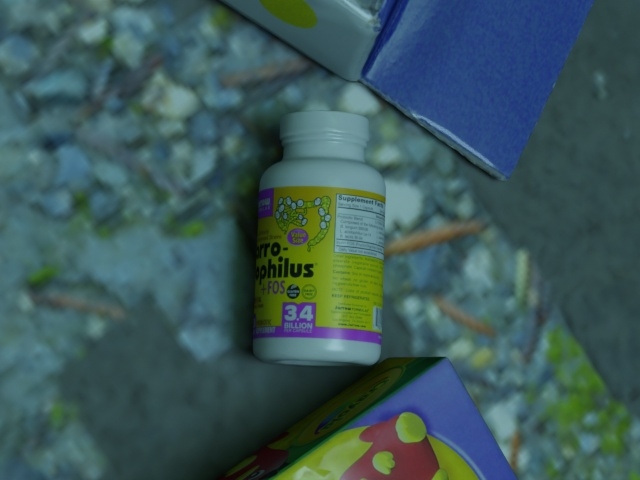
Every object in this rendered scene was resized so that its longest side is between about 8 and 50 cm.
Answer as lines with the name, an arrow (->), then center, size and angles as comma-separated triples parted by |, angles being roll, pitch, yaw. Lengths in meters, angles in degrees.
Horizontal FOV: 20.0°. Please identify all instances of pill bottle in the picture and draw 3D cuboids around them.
pill bottle -> 0.000, 0.000, 0.611 | 0.043, 0.043, 0.083 | 5, 82, -22

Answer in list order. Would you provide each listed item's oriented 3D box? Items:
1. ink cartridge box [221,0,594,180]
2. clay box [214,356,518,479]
ink cartridge box -> 0.018, -0.228, 0.633 | 0.307, 0.072, 0.304 | 31, 73, -15
clay box -> -0.022, 0.148, 0.581 | 0.222, 0.053, 0.127 | -34, 99, -22
